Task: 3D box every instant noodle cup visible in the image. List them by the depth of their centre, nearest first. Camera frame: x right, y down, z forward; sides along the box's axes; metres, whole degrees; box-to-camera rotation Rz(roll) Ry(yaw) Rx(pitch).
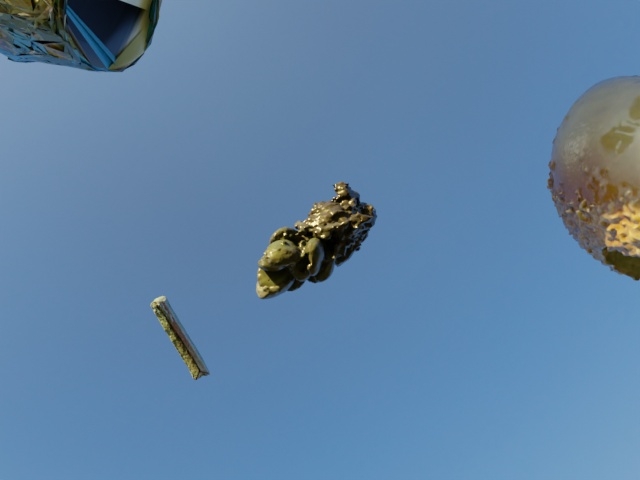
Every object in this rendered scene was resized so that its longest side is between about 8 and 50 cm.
[{"bbox_3d":[-0.340,-0.334,0.629,0.178,0.240,0.240,20,-76,14],"label":"instant noodle cup"}]

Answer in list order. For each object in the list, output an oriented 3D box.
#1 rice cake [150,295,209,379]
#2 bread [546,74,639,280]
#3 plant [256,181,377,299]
[{"bbox_3d":[-0.308,0.217,1.040,0.033,0.033,0.208,-23,-80,29],"label":"rice cake"},{"bbox_3d":[0.308,-0.055,0.438,0.314,0.192,0.171,1,-57,-45],"label":"bread"},{"bbox_3d":[0.000,0.000,0.492,0.174,0.087,0.085,-37,-55,-38],"label":"plant"}]
